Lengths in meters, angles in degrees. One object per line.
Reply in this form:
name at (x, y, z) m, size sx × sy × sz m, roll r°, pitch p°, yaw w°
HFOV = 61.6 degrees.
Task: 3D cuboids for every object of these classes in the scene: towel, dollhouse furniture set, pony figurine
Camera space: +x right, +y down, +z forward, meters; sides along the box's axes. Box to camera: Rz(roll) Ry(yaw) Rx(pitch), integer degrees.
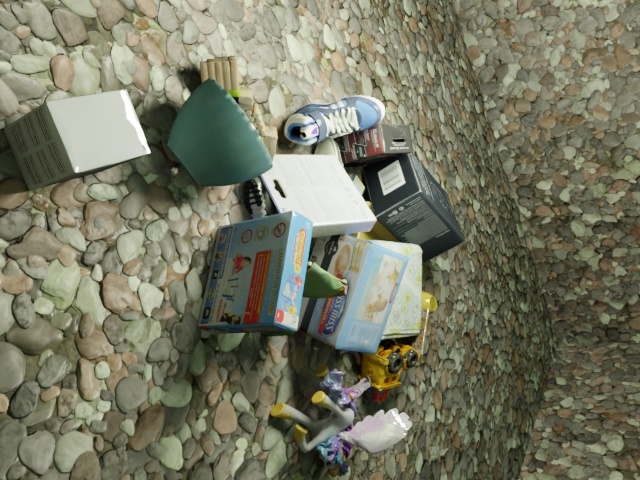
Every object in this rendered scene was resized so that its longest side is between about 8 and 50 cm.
towel at (0.273, 0.192, 2.039) m, size 0.320 × 0.090 × 0.375 m, roll 6°, pitch 85°, yaw -50°
dollhouse furniture set at (-0.091, 0.177, 1.549) m, size 0.197 × 0.301 × 0.151 m, roll 29°, pitch 58°, yaw -47°
pony figurine at (0.062, 0.575, 1.729) m, size 0.351 × 0.303 × 0.363 m, roll -39°, pitch 121°, yaw -12°

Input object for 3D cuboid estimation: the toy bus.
toy bus at (0.253, 0.494, 2.018) m, size 0.220 × 0.149 × 0.212 m, roll 2°, pitch 100°, yaw -42°

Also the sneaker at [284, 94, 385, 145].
sneaker at (0.036, -0.388, 1.811) m, size 0.236 × 0.322 × 0.130 m, roll -57°, pitch 143°, yaw -48°

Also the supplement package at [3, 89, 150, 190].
supplement package at (-0.528, -0.218, 1.170) m, size 0.194 × 0.203 × 0.149 m, roll -31°, pitch 107°, yaw -50°

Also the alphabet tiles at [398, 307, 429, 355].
alphabet tiles at (0.366, 0.403, 2.169) m, size 0.009 × 0.198 × 0.237 m, roll 23°, pitch 62°, yaw -15°

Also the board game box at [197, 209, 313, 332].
board game box at (-0.179, 0.094, 1.459) m, size 0.086 × 0.302 × 0.308 m, roll 30°, pitch 61°, yaw -44°

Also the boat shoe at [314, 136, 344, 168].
boat shoe at (0.043, -0.221, 1.956) m, size 0.091 × 0.109 × 0.305 m, roll -6°, pitch 93°, yaw -52°

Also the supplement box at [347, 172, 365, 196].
supplement box at (0.112, -0.202, 2.051) m, size 0.083 × 0.083 × 0.056 m, roll 52°, pitch 46°, yaw -32°

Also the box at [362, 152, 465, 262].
box at (0.382, -0.148, 2.201) m, size 0.395 × 0.212 × 0.294 m, roll 39°, pitch 31°, yaw -39°

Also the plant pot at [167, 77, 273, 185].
plant pot at (-0.293, -0.258, 1.449) m, size 0.195 × 0.290 × 0.290 m, roll -38°, pitch 117°, yaw -10°

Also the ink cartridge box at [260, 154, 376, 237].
ink cartridge box at (-0.032, -0.149, 1.716) m, size 0.330 × 0.071 × 0.324 m, roll -6°, pitch 51°, yaw -30°

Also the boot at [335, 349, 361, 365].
boot at (0.097, 0.411, 1.947) m, size 0.114 × 0.037 × 0.106 m, roll 0°, pitch 70°, yaw -54°

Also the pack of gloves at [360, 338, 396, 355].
pack of gloves at (0.214, 0.416, 2.102) m, size 0.195 × 0.046 × 0.232 m, roll -23°, pitch 101°, yaw -36°

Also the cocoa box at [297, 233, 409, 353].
cocoa box at (0.094, 0.166, 1.755) m, size 0.231 × 0.228 × 0.347 m, roll 20°, pitch 90°, yaw -47°

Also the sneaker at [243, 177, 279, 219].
sneaker at (-0.172, -0.100, 1.691) m, size 0.106 × 0.078 × 0.234 m, roll -38°, pitch 116°, yaw -51°

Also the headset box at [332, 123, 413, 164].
headset box at (0.191, -0.355, 2.013) m, size 0.218 × 0.293 × 0.110 m, roll -13°, pitch 93°, yaw -52°

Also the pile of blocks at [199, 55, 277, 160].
pile of blocks at (-0.251, -0.402, 1.642) m, size 0.113 × 0.149 × 0.362 m, roll -102°, pitch 165°, yaw -56°

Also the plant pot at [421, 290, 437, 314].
plant pot at (0.457, 0.281, 2.370) m, size 0.134 × 0.095 × 0.134 m, roll 14°, pitch 71°, yaw -49°

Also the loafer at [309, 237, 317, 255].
loafer at (0.000, 0.000, 1.863) m, size 0.319 × 0.112 × 0.111 m, roll 45°, pitch 43°, yaw -44°

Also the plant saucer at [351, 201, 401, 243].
plant saucer at (0.209, 0.070, 2.121) m, size 0.332 × 0.081 × 0.333 m, roll 39°, pitch 54°, yaw -39°
